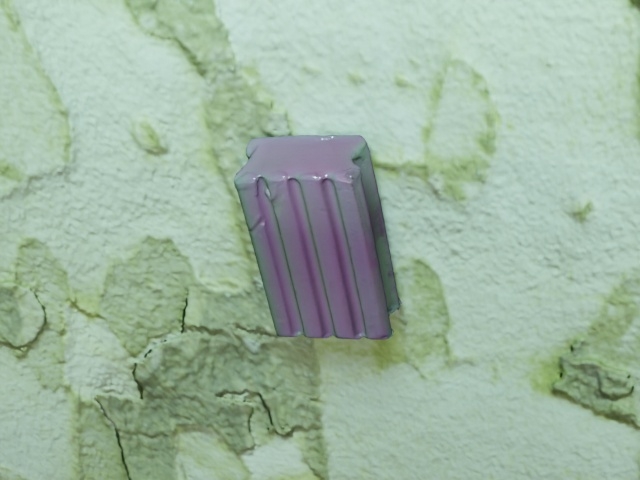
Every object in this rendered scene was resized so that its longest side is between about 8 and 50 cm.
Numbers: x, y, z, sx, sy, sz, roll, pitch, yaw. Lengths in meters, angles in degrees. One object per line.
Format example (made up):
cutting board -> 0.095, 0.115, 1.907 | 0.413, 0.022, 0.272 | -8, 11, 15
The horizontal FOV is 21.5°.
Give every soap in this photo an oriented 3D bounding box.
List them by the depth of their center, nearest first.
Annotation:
soap -> 0.000, 0.000, 1.577 | 0.122, 0.065, 0.203 | 0, 129, 16
